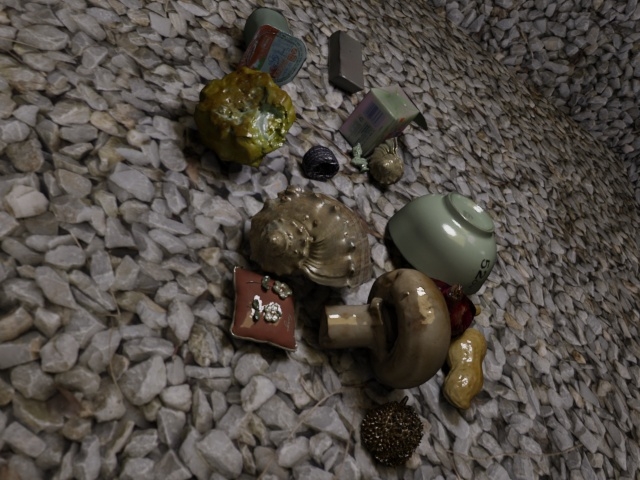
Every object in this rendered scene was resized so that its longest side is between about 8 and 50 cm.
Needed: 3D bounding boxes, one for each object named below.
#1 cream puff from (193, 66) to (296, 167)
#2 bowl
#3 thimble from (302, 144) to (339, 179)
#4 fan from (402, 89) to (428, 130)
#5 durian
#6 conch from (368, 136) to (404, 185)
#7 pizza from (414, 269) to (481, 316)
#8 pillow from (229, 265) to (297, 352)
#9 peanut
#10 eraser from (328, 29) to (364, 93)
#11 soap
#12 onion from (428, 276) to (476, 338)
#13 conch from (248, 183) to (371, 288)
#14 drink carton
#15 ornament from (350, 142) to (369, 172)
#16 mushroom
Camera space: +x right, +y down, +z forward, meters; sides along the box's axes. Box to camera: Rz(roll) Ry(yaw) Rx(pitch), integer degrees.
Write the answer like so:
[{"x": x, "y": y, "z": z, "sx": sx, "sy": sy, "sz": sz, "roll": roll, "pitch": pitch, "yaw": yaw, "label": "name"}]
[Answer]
[{"x": -0.197, "y": -0.313, "z": 1.494, "sx": 0.281, "sy": 0.185, "sz": 0.282, "roll": 2, "pitch": 60, "yaw": -3, "label": "cream puff"}, {"x": 0.402, "y": -0.023, "z": 1.711, "sx": 0.353, "sy": 0.185, "sz": 0.354, "roll": 26, "pitch": 32, "yaw": -18, "label": "bowl"}, {"x": 0.004, "y": -0.230, "z": 1.664, "sx": 0.104, "sy": 0.095, "sz": 0.066, "roll": -2, "pitch": 56, "yaw": -24, "label": "thimble"}, {"x": 0.332, "y": -0.450, "z": 2.039, "sx": 0.182, "sy": 0.010, "sz": 0.310, "roll": 55, "pitch": 3, "yaw": 8, "label": "fan"}, {"x": 0.181, "y": 0.422, "z": 1.286, "sx": 0.148, "sy": 0.091, "sz": 0.188, "roll": 42, "pitch": 39, "yaw": -4, "label": "durian"}, {"x": 0.232, "y": -0.263, "z": 1.851, "sx": 0.130, "sy": 0.155, "sz": 0.207, "roll": 32, "pitch": 20, "yaw": 12, "label": "conch"}, {"x": 0.377, "y": 0.153, "z": 1.697, "sx": 0.271, "sy": 0.056, "sz": 0.134, "roll": 38, "pitch": 42, "yaw": -9, "label": "pizza"}, {"x": -0.122, "y": 0.152, "z": 1.262, "sx": 0.171, "sy": 0.075, "sz": 0.179, "roll": 20, "pitch": 48, "yaw": -28, "label": "pillow"}, {"x": 0.387, "y": 0.343, "z": 1.521, "sx": 0.117, "sy": 0.101, "sz": 0.263, "roll": 16, "pitch": 46, "yaw": 5, "label": "peanut"}, {"x": 0.093, "y": -0.674, "z": 2.119, "sx": 0.111, "sy": 0.077, "sz": 0.353, "roll": 25, "pitch": 44, "yaw": -27, "label": "eraser"}, {"x": 0.199, "y": -0.403, "z": 1.892, "sx": 0.138, "sy": 0.199, "sz": 0.182, "roll": 50, "pitch": 40, "yaw": 10, "label": "soap"}, {"x": 0.324, "y": 0.180, "z": 1.511, "sx": 0.195, "sy": 0.218, "sz": 0.140, "roll": 41, "pitch": 71, "yaw": 3, "label": "onion"}, {"x": 0.005, "y": -0.014, "z": 1.371, "sx": 0.297, "sy": 0.210, "sz": 0.352, "roll": 35, "pitch": 35, "yaw": 22, "label": "conch"}, {"x": -0.162, "y": -0.623, "z": 1.801, "sx": 0.190, "sy": 0.185, "sz": 0.190, "roll": 13, "pitch": 39, "yaw": -30, "label": "drink carton"}, {"x": 0.128, "y": -0.265, "z": 1.841, "sx": 0.092, "sy": 0.041, "sz": 0.068, "roll": 53, "pitch": 44, "yaw": -7, "label": "ornament"}, {"x": 0.148, "y": 0.199, "z": 1.326, "sx": 0.289, "sy": 0.293, "sz": 0.293, "roll": 5, "pitch": 53, "yaw": -16, "label": "mushroom"}]
